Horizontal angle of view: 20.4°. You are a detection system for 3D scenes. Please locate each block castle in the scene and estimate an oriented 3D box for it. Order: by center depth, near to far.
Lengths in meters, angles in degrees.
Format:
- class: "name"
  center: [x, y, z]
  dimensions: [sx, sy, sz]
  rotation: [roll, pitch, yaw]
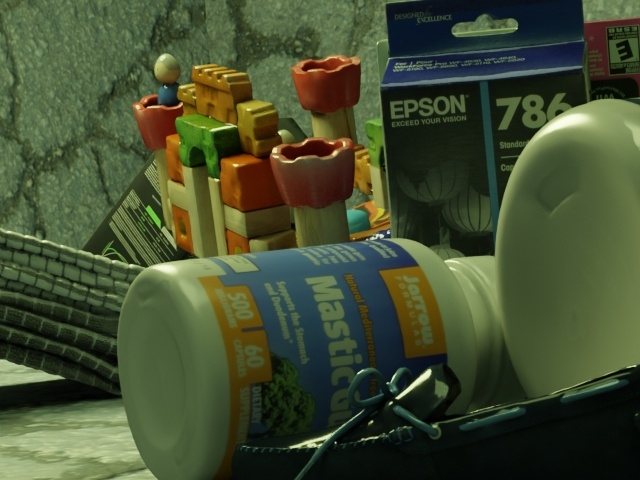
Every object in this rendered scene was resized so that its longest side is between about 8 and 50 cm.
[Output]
- class: "block castle"
  center: [0.001, -0.107, 1.955]
  dimensions: [0.303, 0.212, 0.453]
  rotation: [-15, 18, -24]

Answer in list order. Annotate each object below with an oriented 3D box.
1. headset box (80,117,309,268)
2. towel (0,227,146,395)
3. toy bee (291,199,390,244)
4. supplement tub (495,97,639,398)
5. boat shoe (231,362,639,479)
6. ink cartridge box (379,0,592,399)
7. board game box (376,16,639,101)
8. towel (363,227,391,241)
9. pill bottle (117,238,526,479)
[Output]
- class: "headset box"
  center: [-0.139, -0.032, 2.332]
  dimensions: [0.246, 0.131, 0.283]
  rotation: [-7, -37, -53]
- class: "towel"
  center: [-0.302, 0.066, 1.739]
  dimensions: [0.284, 0.121, 0.235]
  rotation: [16, -9, -11]
- class: "toy bee"
  center: [0.000, 0.000, 2.252]
  dimensions: [0.298, 0.195, 0.162]
  rotation: [-2, 13, -38]
- class: "supplement tub"
  center: [0.305, 0.016, 1.171]
  dimensions: [0.325, 0.235, 0.235]
  rotation: [-5, 3, -24]
- class: "boat shoe"
  center: [0.075, 0.113, 1.054]
  dimensions: [0.258, 0.089, 0.109]
  rotation: [-4, 3, 5]
- class: "ink cartridge box"
  center: [0.137, -0.031, 1.393]
  dimensions: [0.165, 0.332, 0.065]
  rotation: [-5, 3, 13]
- class: "board game box"
  center: [0.173, -0.024, 1.466]
  dimensions: [0.224, 0.303, 0.097]
  rotation: [-4, 5, 12]
- class: "towel"
  center: [0.135, 0.030, 1.678]
  dimensions: [0.228, 0.076, 0.308]
  rotation: [8, -33, -44]
- class: "pill bottle"
  center: [0.011, 0.078, 1.220]
  dimensions: [0.272, 0.152, 0.152]
  rotation: [-7, 4, -28]
